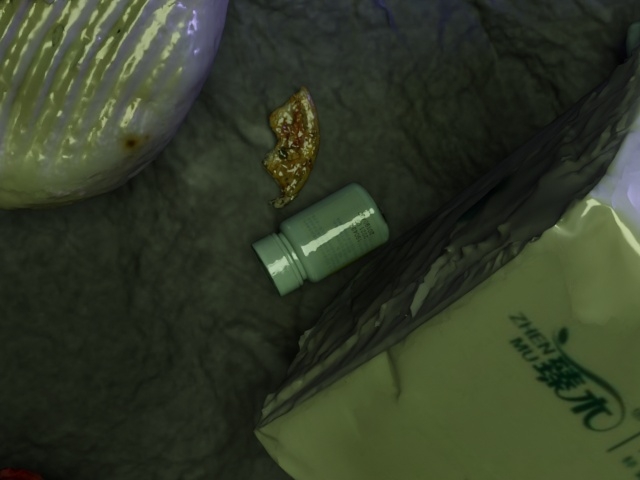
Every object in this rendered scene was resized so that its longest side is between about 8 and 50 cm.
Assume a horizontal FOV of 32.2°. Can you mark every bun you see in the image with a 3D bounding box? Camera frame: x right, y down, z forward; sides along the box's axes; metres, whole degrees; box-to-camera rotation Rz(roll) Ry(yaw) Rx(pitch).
[{"bbox_3d":[-0.180,-0.158,0.644,0.273,0.168,0.272,-3,103,-13],"label":"bun"}]

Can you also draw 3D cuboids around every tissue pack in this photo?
[{"bbox_3d":[0.195,0.128,0.632,0.380,0.297,0.207,44,44,-5],"label":"tissue pack"}]

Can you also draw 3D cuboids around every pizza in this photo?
[{"bbox_3d":[-0.020,-0.062,0.740,0.037,0.016,0.083,12,90,-3],"label":"pizza"}]

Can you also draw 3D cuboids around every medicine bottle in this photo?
[{"bbox_3d":[0.000,0.000,0.728,0.083,0.047,0.047,-30,95,-7],"label":"medicine bottle"}]

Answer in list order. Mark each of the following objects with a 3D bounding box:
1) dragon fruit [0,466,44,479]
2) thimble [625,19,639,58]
[{"bbox_3d":[-0.194,0.228,0.611,0.268,0.205,0.210,18,54,-40],"label":"dragon fruit"},{"bbox_3d":[0.338,-0.071,0.721,0.288,0.167,0.254,35,84,-9],"label":"thimble"}]
